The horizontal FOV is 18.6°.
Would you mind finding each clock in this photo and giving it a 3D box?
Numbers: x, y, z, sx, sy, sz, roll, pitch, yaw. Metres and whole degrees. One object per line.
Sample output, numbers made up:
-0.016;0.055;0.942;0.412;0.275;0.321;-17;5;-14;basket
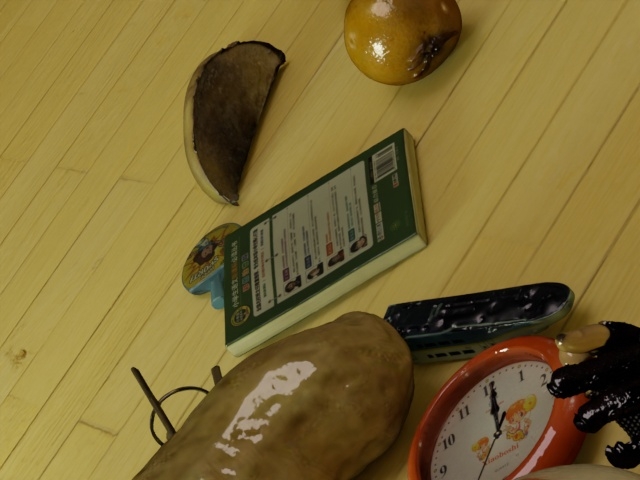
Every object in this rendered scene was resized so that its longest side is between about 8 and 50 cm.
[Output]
0.163;0.178;1.782;0.205;0.051;0.205;-33;33;25;clock

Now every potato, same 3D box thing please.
-0.143;-0.157;2.508;0.100;0.120;0.261;-26;36;43;potato

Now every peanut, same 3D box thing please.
-0.058;0.227;1.893;0.387;0.169;0.192;-50;36;-5;peanut

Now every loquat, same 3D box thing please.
0.095;-0.251;2.292;0.141;0.141;0.141;-32;33;25;loquat

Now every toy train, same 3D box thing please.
0.158;0.081;1.904;0.234;0.051;0.052;-11;46;41;toy train

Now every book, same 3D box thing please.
0.000;0.000;2.211;0.264;0.027;0.202;-31;35;20;book

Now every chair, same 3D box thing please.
-0.131;0.207;2.090;0.095;0.104;0.221;-28;29;0;chair

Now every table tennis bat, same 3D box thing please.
-0.126;0.033;2.356;0.100;0.019;0.155;-35;30;16;table tennis bat

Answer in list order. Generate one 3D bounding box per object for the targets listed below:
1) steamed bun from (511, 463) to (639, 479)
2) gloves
0.174;0.295;1.507;0.283;0.177;0.283;-32;34;25;steamed bun
0.263;0.118;1.595;0.106;0.180;0.129;-37;32;17;gloves
